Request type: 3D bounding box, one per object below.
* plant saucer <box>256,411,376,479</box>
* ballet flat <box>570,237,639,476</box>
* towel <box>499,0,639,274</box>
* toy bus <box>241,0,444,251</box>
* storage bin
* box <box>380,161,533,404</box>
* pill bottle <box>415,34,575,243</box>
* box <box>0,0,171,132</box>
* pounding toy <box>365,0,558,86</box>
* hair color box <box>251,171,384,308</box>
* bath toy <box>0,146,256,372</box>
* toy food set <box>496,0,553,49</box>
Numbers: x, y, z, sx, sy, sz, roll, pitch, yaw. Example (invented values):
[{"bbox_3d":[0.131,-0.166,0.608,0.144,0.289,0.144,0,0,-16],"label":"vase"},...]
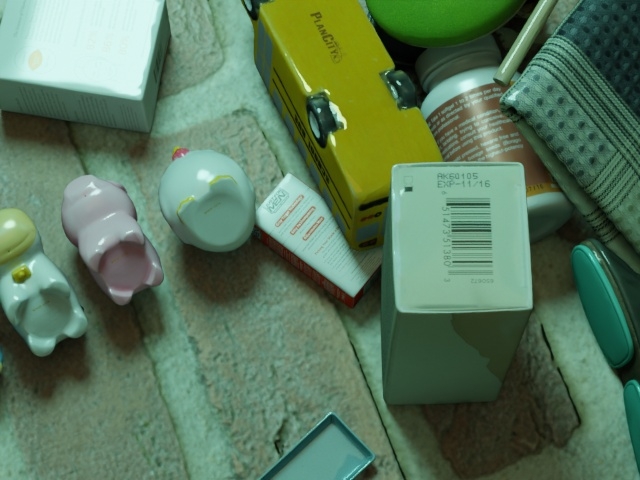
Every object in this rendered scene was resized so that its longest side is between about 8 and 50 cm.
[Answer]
[{"bbox_3d":[-0.035,0.260,1.611,0.192,0.018,0.067,-41,75,-14],"label":"plant saucer"},{"bbox_3d":[0.338,0.125,1.627,0.096,0.095,0.281,-14,81,-15],"label":"ballet flat"},{"bbox_3d":[0.366,-0.136,1.662,0.324,0.056,0.312,47,71,-20],"label":"towel"},{"bbox_3d":[0.014,-0.163,1.684,0.108,0.130,0.333,-20,61,-14],"label":"toy bus"},{"bbox_3d":[0.102,-0.265,1.761,0.098,0.091,0.135,13,72,4],"label":"storage bin"},{"bbox_3d":[0.122,0.050,1.530,0.121,0.311,0.148,-1,71,0],"label":"box"},{"bbox_3d":[0.177,-0.106,1.687,0.121,0.121,0.216,-17,72,-6],"label":"pill bottle"},{"bbox_3d":[-0.259,-0.203,1.738,0.170,0.091,0.130,10,71,3],"label":"box"},{"bbox_3d":[0.140,-0.288,1.624,0.237,0.110,0.183,32,74,33],"label":"pounding toy"},{"bbox_3d":[0.000,0.000,1.690,0.141,0.043,0.072,37,74,11],"label":"hair color box"},{"bbox_3d":[-0.237,0.001,1.654,0.348,0.129,0.151,-27,116,-7],"label":"bath toy"},{"bbox_3d":[0.203,-0.298,1.765,0.132,0.038,0.192,-7,64,-48],"label":"toy food set"}]
